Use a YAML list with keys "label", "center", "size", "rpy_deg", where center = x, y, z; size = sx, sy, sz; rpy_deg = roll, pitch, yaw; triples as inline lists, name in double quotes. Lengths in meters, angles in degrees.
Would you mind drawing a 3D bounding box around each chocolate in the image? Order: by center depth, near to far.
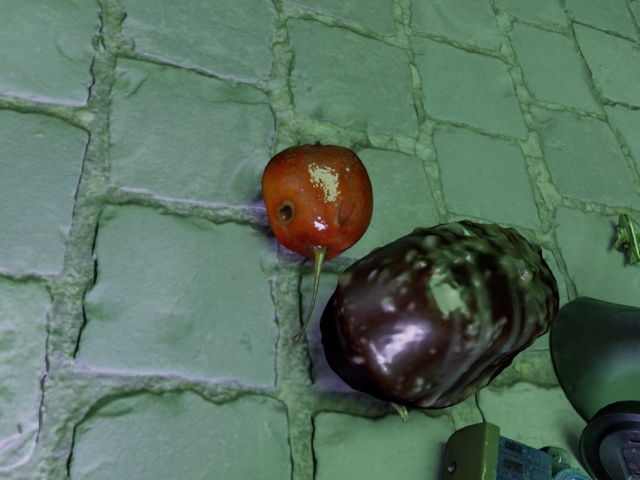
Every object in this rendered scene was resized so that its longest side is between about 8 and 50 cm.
- label: "chocolate"
  center: [0.181, 0.080, 0.875]
  size: [0.340, 0.210, 0.225]
  rpy_deg: [-1, 53, -39]

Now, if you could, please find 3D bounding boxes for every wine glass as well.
- label: "wine glass"
  center: [0.586, 0.124, 0.980]
  size: [0.267, 0.406, 0.267]
  rpy_deg: [14, 55, -20]

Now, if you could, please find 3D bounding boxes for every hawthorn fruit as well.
- label: "hawthorn fruit"
  center: [0.000, 0.000, 0.916]
  size: [0.165, 0.165, 0.285]
  rpy_deg: [5, 71, -25]

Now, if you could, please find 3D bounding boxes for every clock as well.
- label: "clock"
  center: [0.477, 0.317, 0.950]
  size: [0.184, 0.184, 0.040]
  rpy_deg: [49, 45, 5]

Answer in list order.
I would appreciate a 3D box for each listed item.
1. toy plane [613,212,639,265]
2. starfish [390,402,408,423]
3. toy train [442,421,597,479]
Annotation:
- label: "toy plane"
  center: [0.615, -0.002, 1.293]
  size: [0.102, 0.040, 0.111]
  rpy_deg: [2, 61, -28]
- label: "starfish"
  center: [0.102, 0.160, 0.927]
  size: [0.224, 0.050, 0.216]
  rpy_deg: [15, 50, -33]
- label: "toy train"
  center: [0.242, 0.395, 0.823]
  size: [0.202, 0.131, 0.299]
  rpy_deg: [21, 54, -7]
